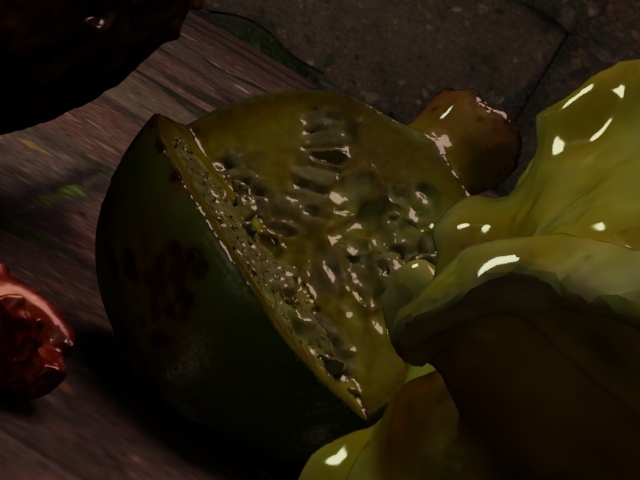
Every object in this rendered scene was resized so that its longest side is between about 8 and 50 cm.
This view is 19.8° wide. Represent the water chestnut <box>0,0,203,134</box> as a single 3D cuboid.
[{"bbox_3d":[-0.198,-0.185,0.743,0.350,0.302,0.350,32,42,-33],"label":"water chestnut"}]

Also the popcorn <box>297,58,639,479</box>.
[{"bbox_3d":[0.094,0.057,0.495,0.181,0.235,0.216,46,30,18],"label":"popcorn"}]

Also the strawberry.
[{"bbox_3d":[-0.141,0.001,0.552,0.152,0.048,0.104,43,-2,-13],"label":"strawberry"}]

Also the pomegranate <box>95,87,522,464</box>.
[{"bbox_3d":[-0.005,0.010,0.682,0.143,0.122,0.169,40,45,22],"label":"pomegranate"}]
